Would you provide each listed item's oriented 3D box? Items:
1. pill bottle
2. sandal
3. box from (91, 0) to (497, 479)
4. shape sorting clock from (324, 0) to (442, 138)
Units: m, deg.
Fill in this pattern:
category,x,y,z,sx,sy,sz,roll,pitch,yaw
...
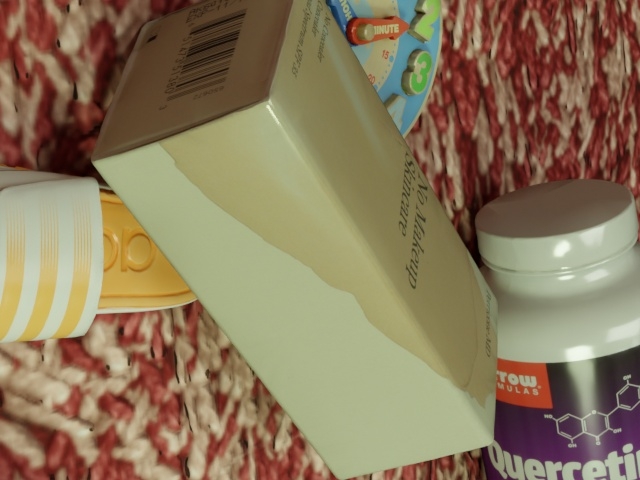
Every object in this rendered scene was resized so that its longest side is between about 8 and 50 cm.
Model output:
category,x,y,z,sx,sy,sz,roll,pitch,yaw
pill bottle,0.213,0.122,1.065,0.181,0.181,0.323,-31,116,-40
sandal,-0.138,0.005,0.757,0.265,0.076,0.102,-4,98,-46
box,0.000,0.000,0.836,0.311,0.121,0.148,55,29,-36
shape sorting clock,0.020,-0.148,0.927,0.206,0.040,0.206,-8,101,-45
